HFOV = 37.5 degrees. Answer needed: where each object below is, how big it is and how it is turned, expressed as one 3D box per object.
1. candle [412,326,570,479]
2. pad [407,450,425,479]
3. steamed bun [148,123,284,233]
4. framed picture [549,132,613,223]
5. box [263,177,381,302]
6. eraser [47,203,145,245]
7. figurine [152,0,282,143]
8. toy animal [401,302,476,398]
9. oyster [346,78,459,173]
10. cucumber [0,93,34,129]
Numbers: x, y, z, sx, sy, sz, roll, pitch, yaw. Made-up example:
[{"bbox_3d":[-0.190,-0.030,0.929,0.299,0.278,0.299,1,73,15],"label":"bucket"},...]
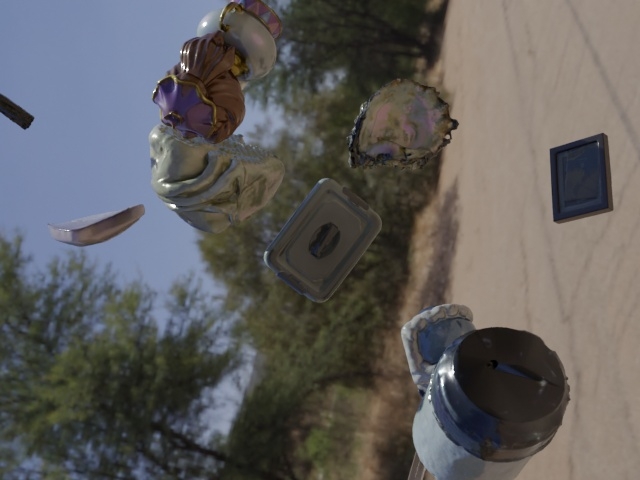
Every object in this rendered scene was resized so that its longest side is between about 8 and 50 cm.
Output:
[{"bbox_3d":[0.274,0.303,1.599,0.342,0.221,0.221,102,-179,-54],"label":"candle"},{"bbox_3d":[0.194,0.424,1.825,0.176,0.002,0.266,-74,-3,-75],"label":"pad"},{"bbox_3d":[-0.244,-0.119,2.001,0.280,0.268,0.207,-14,-55,-62],"label":"steamed bun"},{"bbox_3d":[0.541,-0.128,1.961,0.128,0.023,0.168,-16,64,41],"label":"framed picture"},{"bbox_3d":[0.000,0.000,1.924,0.227,0.162,0.130,-53,9,-6],"label":"box"},{"bbox_3d":[-0.478,-0.021,1.959,0.243,0.204,0.059,-107,6,-79],"label":"eraser"},{"bbox_3d":[-0.164,-0.264,1.485,0.263,0.142,0.189,-61,-22,-26],"label":"figurine"},{"bbox_3d":[0.266,0.240,1.979,0.208,0.156,0.204,43,-151,-63],"label":"toy animal"},{"bbox_3d":[0.172,-0.240,2.081,0.260,0.198,0.092,-41,3,-20],"label":"oyster"},{"bbox_3d":[-0.721,-0.311,2.143,0.163,0.043,0.039,43,-164,-42],"label":"cucumber"}]
